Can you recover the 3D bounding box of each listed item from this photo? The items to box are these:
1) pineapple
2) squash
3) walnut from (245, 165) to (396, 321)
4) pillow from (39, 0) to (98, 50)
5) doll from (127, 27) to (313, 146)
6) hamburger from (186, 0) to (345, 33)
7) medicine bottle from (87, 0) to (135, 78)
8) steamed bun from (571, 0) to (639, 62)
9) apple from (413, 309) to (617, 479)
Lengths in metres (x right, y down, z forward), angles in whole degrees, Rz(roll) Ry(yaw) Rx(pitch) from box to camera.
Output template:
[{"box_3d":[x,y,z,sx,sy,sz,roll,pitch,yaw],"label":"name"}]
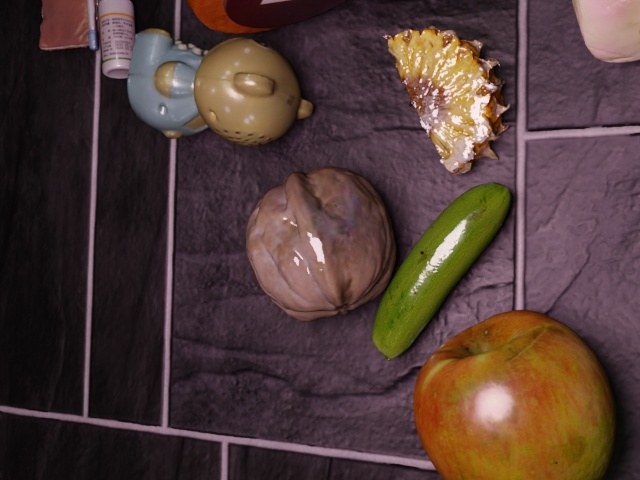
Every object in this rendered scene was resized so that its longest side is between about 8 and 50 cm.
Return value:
[{"box_3d":[0.194,-0.217,1.043,0.135,0.079,0.233,-31,81,29],"label":"pineapple"},{"box_3d":[0.158,0.038,1.040,0.082,0.082,0.292,40,104,21],"label":"squash"},{"box_3d":[0.000,0.000,1.053,0.224,0.224,0.224,-1,87,25],"label":"walnut"},{"box_3d":[-0.458,-0.460,1.369,0.126,0.043,0.232,-5,85,21],"label":"pillow"},{"box_3d":[-0.153,-0.229,1.145,0.261,0.177,0.161,9,87,27],"label":"doll"},{"box_3d":[-0.071,-0.460,1.042,0.330,0.330,0.250,-22,83,22],"label":"hamburger"},{"box_3d":[-0.370,-0.394,1.313,0.092,0.061,0.220,-7,83,18],"label":"medicine bottle"},{"box_3d":[0.383,-0.349,0.915,0.170,0.153,0.238,-9,80,30],"label":"steamed bun"},{"box_3d":[0.243,0.221,0.939,0.246,0.246,0.226,-21,98,22],"label":"apple"}]
